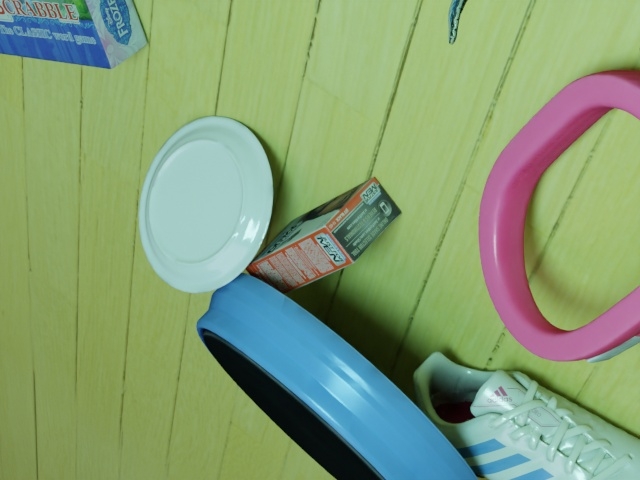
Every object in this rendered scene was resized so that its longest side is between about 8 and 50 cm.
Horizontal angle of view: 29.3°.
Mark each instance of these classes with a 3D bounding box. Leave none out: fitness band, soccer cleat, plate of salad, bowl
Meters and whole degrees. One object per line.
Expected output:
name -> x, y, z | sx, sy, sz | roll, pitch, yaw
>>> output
fitness band -> 0.225, -0.015, 1.025 | 0.291, 0.054, 0.209 | -50, 54, 56
soccer cleat -> 0.230, 0.210, 1.264 | 0.331, 0.116, 0.143 | 16, 141, 36
plate of salad -> -0.125, -0.039, 1.371 | 0.200, 0.048, 0.199 | -7, 79, 35
bowl -> 0.014, 0.196, 1.386 | 0.391, 0.077, 0.391 | 40, 166, 12

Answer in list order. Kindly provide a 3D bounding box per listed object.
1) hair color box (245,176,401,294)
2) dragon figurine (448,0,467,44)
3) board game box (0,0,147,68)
hair color box -> 0.000, 0.000, 1.312 | 0.053, 0.093, 0.167 | 52, 143, -10
dragon figurine -> 0.213, -0.218, 0.795 | 0.144, 0.289, 0.085 | -120, 5, -68
board game box -> -0.368, -0.355, 1.354 | 0.319, 0.066, 0.318 | 12, 133, 38
